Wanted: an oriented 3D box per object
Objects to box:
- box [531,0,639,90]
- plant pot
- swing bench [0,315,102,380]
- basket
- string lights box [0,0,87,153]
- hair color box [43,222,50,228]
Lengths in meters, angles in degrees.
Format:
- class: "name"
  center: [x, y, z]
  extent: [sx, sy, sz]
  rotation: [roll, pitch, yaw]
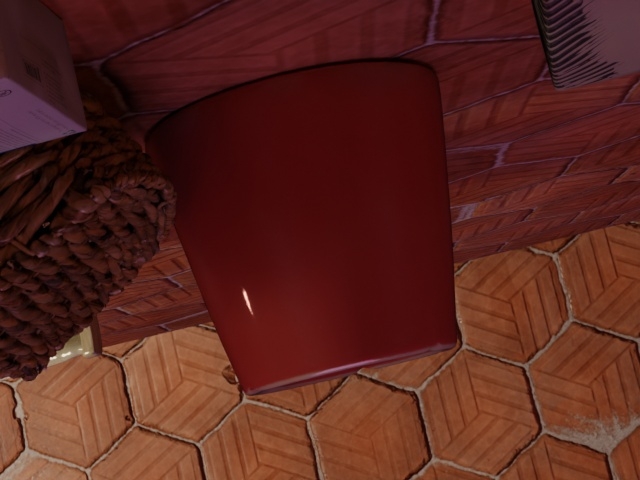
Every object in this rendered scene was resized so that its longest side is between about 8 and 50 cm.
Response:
- class: "box"
  center: [0.156, -0.170, 0.687]
  extent: [0.094, 0.113, 0.275]
  rotation: [-14, 171, 11]
- class: "plant pot"
  center: [0.000, 0.000, 1.120]
  extent: [0.275, 0.243, 0.275]
  rotation: [-13, 173, -2]
- class: "swing bench"
  center: [-0.426, 0.095, 1.384]
  extent: [0.253, 0.165, 0.255]
  rotation: [-18, 176, 27]
- class: "basket"
  center: [-0.256, -0.042, 0.948]
  extent: [0.213, 0.223, 0.299]
  rotation: [-46, 173, -4]
- class: "string lights box"
  center: [-0.283, -0.076, 0.723]
  extent: [0.260, 0.076, 0.133]
  rotation: [-14, 171, 5]
- class: "hair color box"
  center: [-0.276, -0.002, 1.255]
  extent: [0.141, 0.072, 0.043]
  rotation: [-14, 172, -3]
